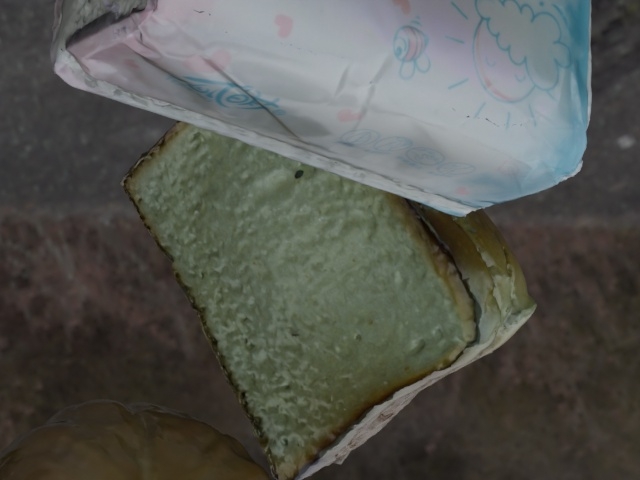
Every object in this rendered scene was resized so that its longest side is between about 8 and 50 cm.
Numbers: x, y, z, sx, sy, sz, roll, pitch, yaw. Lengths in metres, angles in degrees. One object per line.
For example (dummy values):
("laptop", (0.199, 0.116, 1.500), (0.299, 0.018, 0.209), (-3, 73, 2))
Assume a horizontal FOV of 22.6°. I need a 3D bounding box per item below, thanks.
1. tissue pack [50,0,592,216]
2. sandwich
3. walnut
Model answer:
("tissue pack", (0.010, -0.142, 0.811), (0.271, 0.201, 0.124), (16, 155, -34))
("sandwich", (0.000, 0.000, 1.247), (0.271, 0.301, 0.099), (-38, 166, 35))
("walnut", (-0.141, 0.254, 1.064), (0.285, 0.296, 0.285), (2, 134, 2))
